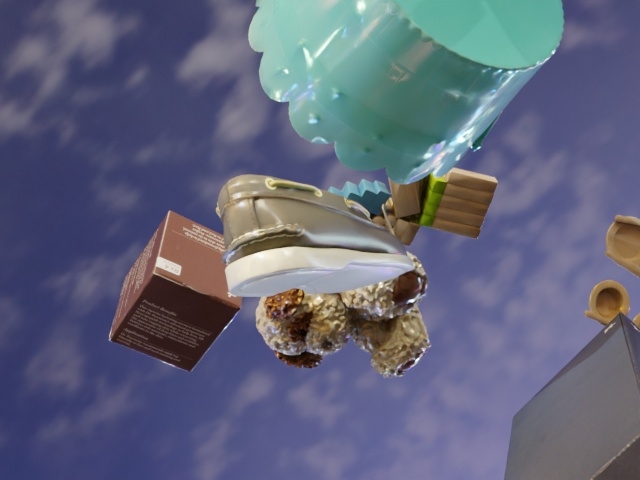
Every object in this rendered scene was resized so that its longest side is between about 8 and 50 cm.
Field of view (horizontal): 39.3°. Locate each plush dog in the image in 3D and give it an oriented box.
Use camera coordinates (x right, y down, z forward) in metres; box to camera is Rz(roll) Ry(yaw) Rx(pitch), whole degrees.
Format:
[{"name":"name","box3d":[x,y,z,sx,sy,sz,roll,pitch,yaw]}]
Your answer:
[{"name":"plush dog","box3d":[0.016,0.082,1.259,0.225,0.210,0.262,-21,-35,-7]}]

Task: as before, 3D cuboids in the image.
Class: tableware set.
[{"name":"tableware set","box3d":[0.393,0.059,1.090,0.141,0.020,0.168,27,-100,-13]}]

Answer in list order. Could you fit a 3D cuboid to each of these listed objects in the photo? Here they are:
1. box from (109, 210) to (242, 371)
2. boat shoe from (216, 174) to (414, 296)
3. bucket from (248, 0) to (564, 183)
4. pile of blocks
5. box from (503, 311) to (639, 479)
[{"name":"box","box3d":[-0.253,0.095,1.609,0.168,0.167,0.203,26,-54,-19]},{"name":"boat shoe","box3d":[0.004,-0.002,0.842,0.109,0.091,0.305,-20,-12,23]},{"name":"bucket","box3d":[0.090,-0.217,0.887,0.281,0.281,0.183,6,-29,-30]},{"name":"pile of blocks","box3d":[0.100,-0.066,1.470,0.362,0.112,0.149,-11,-62,-2]},{"name":"box","box3d":[0.340,0.268,0.821,0.179,0.312,0.343,-48,-5,17]}]
